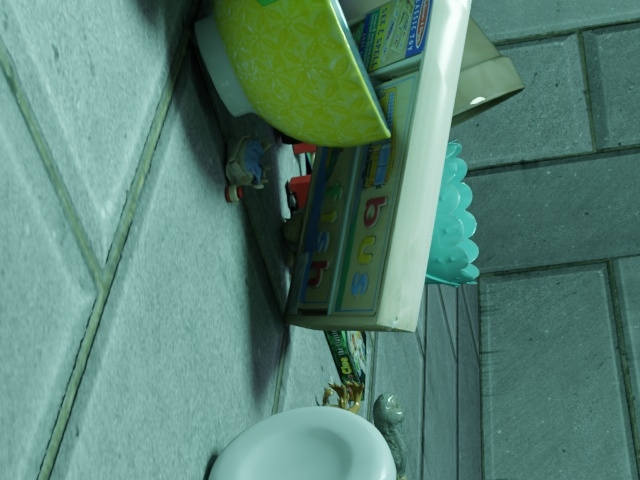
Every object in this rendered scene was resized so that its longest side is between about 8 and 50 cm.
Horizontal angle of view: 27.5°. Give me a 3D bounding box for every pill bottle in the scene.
[{"bbox_3d":[0.012,0.348,1.344,0.188,0.188,0.334,-82,161,-53],"label":"pill bottle"}]

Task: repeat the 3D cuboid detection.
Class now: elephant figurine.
[{"bbox_3d":[0.064,0.345,1.720,0.239,0.186,0.169,55,-21,-7],"label":"elephant figurine"}]

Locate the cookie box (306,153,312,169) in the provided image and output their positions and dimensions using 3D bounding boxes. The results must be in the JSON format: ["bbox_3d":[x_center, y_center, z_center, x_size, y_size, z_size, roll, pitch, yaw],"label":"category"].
[{"bbox_3d":[0.019,-0.080,1.954,0.092,0.040,0.107,58,11,-63],"label":"cookie box"}]

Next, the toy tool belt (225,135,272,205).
[{"bbox_3d":[-0.081,-0.082,1.503,0.052,0.051,0.083,66,20,-53],"label":"toy tool belt"}]

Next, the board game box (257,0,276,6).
[{"bbox_3d":[-0.122,-0.403,1.219,0.316,0.064,0.242,34,46,-46],"label":"board game box"}]

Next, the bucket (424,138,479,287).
[{"bbox_3d":[0.187,-0.044,2.444,0.281,0.183,0.281,-8,90,-78],"label":"bucket"}]

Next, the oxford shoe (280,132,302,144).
[{"bbox_3d":[-0.016,-0.222,1.839,0.227,0.083,0.096,-75,151,-63],"label":"oxford shoe"}]

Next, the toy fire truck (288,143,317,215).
[{"bbox_3d":[-0.009,-0.060,1.848,0.135,0.047,0.192,-71,152,-69],"label":"toy fire truck"}]

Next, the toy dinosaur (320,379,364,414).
[{"bbox_3d":[0.028,0.258,1.833,0.211,0.064,0.112,50,51,-52],"label":"toy dinosaur"}]

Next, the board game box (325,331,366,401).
[{"bbox_3d":[0.030,0.110,1.974,0.136,0.030,0.259,-82,161,-46],"label":"board game box"}]

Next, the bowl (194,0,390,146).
[{"bbox_3d":[-0.047,-0.218,1.445,0.289,0.156,0.289,-21,90,-84],"label":"bowl"}]

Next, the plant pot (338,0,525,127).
[{"bbox_3d":[0.145,-0.315,2.220,0.280,0.323,0.323,66,12,0],"label":"plant pot"}]

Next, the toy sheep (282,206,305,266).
[{"bbox_3d":[0.000,0.000,1.747,0.132,0.091,0.091,22,56,-44],"label":"toy sheep"}]

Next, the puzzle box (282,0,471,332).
[{"bbox_3d":[0.064,-0.090,1.585,0.272,0.052,0.408,-8,-110,64],"label":"puzzle box"}]
